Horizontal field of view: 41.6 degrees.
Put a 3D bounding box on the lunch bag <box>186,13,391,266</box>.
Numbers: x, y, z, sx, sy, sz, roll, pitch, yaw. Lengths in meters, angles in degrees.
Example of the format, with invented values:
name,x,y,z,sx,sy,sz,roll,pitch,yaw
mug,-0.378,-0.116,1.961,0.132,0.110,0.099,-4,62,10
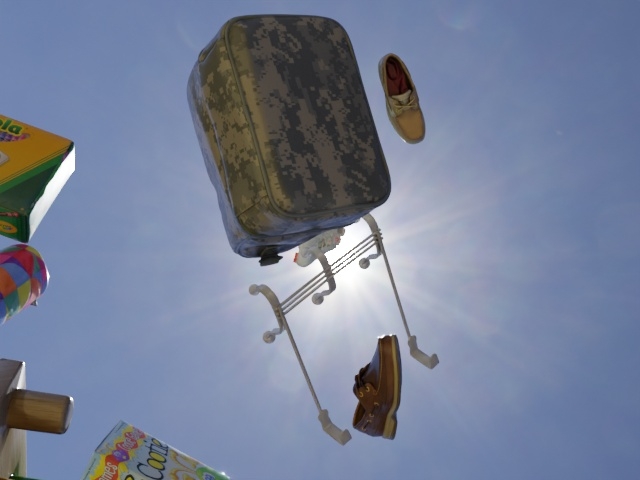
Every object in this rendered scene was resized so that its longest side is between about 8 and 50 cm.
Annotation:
name,x,y,z,sx,sy,sz,roll,pitch,yaw
lunch bag,-0.069,-0.138,1.185,0.256,0.213,0.305,-31,-107,55

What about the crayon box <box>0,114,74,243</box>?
name,x,y,z,sx,sy,sz,roll,pitch,yaw
crayon box,-0.543,-0.121,1.291,0.278,0.165,0.081,20,-39,-2

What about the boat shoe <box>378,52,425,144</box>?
name,x,y,z,sx,sy,sz,roll,pitch,yaw
boat shoe,0.115,-0.202,1.200,0.050,0.045,0.135,-22,-89,3

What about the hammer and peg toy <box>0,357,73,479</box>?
name,x,y,z,sx,sy,sz,roll,pitch,yaw
hammer and peg toy,-0.311,0.322,0.742,0.127,0.266,0.361,9,-63,-3

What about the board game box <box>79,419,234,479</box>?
name,x,y,z,sx,sy,sz,roll,pitch,yaw
board game box,-0.244,0.427,1.325,0.275,0.142,0.144,28,-82,0

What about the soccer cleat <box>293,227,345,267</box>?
name,x,y,z,sx,sy,sz,roll,pitch,yaw
soccer cleat,0.000,0.000,1.634,0.076,0.196,0.068,13,-67,8

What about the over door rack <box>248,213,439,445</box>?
name,x,y,z,sx,sy,sz,roll,pitch,yaw
over door rack,0.036,0.142,1.407,0.108,0.239,0.324,17,-43,55

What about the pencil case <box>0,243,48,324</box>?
name,x,y,z,sx,sy,sz,roll,pitch,yaw
pencil case,-0.471,0.080,1.183,0.104,0.236,0.104,2,-76,6

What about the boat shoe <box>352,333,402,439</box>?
name,x,y,z,sx,sy,sz,roll,pitch,yaw
boat shoe,0.071,0.190,1.070,0.060,0.064,0.178,3,-50,1
